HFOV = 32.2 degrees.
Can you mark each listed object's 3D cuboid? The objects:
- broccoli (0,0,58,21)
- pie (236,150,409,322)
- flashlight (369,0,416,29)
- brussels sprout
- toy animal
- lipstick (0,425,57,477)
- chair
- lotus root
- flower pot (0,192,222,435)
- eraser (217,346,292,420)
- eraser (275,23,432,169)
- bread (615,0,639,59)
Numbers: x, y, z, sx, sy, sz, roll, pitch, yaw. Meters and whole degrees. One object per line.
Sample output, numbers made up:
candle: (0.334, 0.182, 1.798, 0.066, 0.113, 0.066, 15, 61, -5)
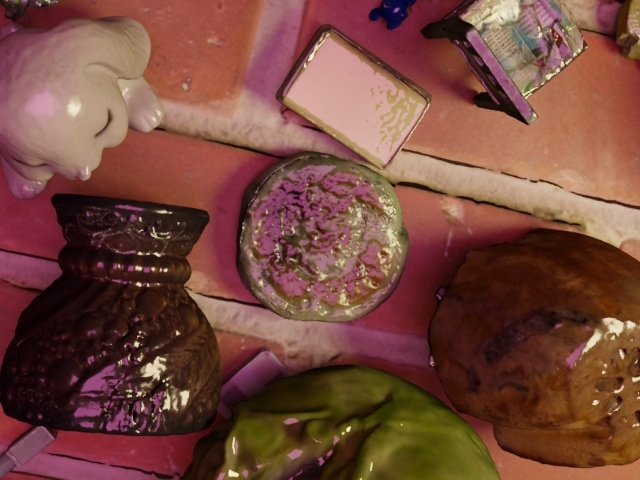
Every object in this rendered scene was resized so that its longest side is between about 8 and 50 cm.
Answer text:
broccoli: (-0.332, -0.445, 1.232, 0.281, 0.293, 0.348, 35, 72, 27)
pie: (0.000, 0.000, 1.449, 0.240, 0.054, 0.240, -1, 98, -7)
flashlight: (0.117, -0.317, 1.416, 0.121, 0.057, 0.035, -48, 137, -4)
brussels sprout: (0.049, 0.348, 1.380, 0.425, 0.342, 0.361, 33, 52, 16)
toy animal: (-0.318, -0.163, 1.276, 0.271, 0.265, 0.206, -27, 100, 1)
lipstick: (-0.407, 0.287, 1.462, 0.129, 0.030, 0.030, -39, 102, 1)
chair: (0.233, -0.242, 1.322, 0.147, 0.270, 0.136, -38, 101, 2)
lotus root: (0.305, 0.155, 1.380, 0.316, 0.250, 0.316, -6, 102, -30)
flower pot: (-0.244, 0.084, 1.341, 0.266, 0.266, 0.267, 5, 87, -8)
eraser: (-0.092, 0.197, 1.486, 0.105, 0.026, 0.065, -40, 99, 1)
eraser: (0.042, -0.183, 1.417, 0.172, 0.058, 0.117, 33, 95, -11)
bread: (0.455, -0.292, 1.444, 0.156, 0.064, 0.117, -35, 98, 2)
